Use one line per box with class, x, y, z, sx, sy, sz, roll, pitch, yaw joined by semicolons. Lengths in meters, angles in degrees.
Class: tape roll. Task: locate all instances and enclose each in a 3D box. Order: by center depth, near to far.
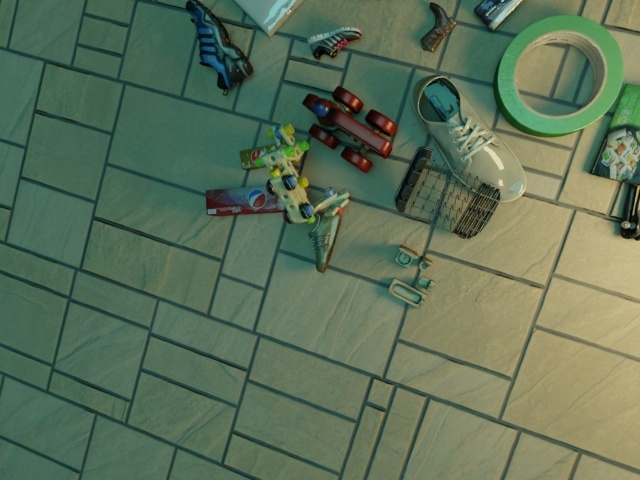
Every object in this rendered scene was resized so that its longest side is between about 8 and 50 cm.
tape roll;0.657;-0.453;1.315;0.322;0.077;0.321;1;94;12

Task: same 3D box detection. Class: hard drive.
hard drive;-0.197;-0.824;1.479;0.203;0.040;0.307;-45;85;10

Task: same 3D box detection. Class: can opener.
can opener;0.875;-0.092;1.311;0.059;0.073;0.186;5;91;50

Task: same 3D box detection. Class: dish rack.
dish rack;0.366;-0.127;1.360;0.272;0.074;0.208;23;127;3

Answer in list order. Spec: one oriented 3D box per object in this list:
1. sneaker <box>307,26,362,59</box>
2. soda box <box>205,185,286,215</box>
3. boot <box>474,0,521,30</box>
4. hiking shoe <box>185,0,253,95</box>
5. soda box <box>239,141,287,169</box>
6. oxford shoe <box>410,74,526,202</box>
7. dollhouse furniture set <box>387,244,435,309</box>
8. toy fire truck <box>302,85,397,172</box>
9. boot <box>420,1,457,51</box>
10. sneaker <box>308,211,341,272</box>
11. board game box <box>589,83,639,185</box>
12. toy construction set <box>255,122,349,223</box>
sneaker;0.046;-0.595;1.434;0.171;0.063;0.074;-7;92;16
soda box;-0.225;-0.125;1.497;0.264;0.092;0.083;-2;90;11
boot;0.530;-0.696;1.328;0.086;0.069;0.190;46;102;3
hiking shoe;-0.348;-0.619;1.482;0.132;0.113;0.304;-36;86;10
soda box;-0.160;-0.269;1.494;0.181;0.058;0.061;-9;92;11
oxford shoe;0.417;-0.289;1.347;0.169;0.130;0.449;-38;87;9
dollhouse furniture set;0.268;0.115;1.399;0.144;0.123;0.151;27;98;8
toy fire truck;0.077;-0.331;1.344;0.302;0.254;0.169;36;99;7
boot;0.327;-0.628;1.392;0.106;0.037;0.114;45;105;8
sneaker;0.000;0.000;1.478;0.086;0.064;0.192;17;91;11
board game box;0.859;-0.288;1.289;0.136;0.030;0.259;24;99;31
toy construction set;-0.061;-0.175;1.383;0.151;0.215;0.327;-30;113;33
